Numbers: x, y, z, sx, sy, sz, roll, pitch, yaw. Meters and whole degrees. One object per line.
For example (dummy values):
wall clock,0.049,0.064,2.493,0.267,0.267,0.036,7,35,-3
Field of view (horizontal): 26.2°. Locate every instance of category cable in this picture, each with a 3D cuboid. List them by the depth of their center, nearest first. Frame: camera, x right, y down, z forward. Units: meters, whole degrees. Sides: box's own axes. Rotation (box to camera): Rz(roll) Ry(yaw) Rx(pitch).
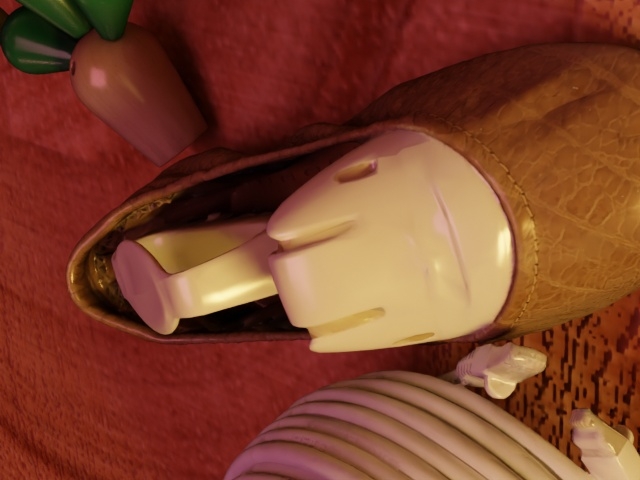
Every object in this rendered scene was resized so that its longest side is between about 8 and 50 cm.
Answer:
cable,0.063,0.174,0.586,0.257,0.089,0.257,58,150,-7

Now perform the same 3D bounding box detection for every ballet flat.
ballet flat,0.000,0.000,0.574,0.342,0.124,0.116,-5,106,49

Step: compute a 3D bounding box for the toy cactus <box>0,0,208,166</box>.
toy cactus,-0.123,-0.120,0.693,0.180,0.112,0.219,51,140,-11
